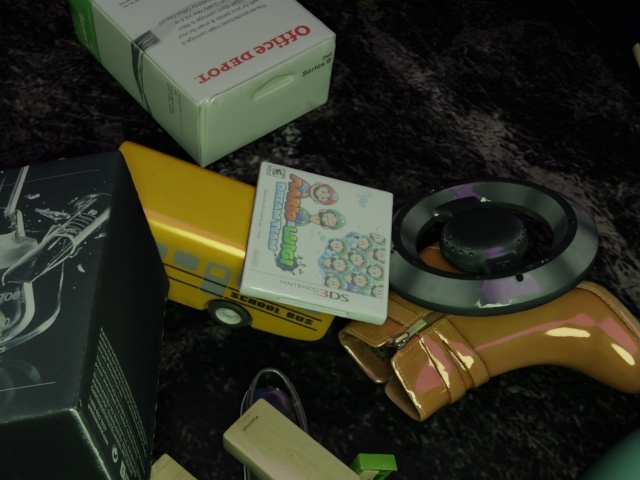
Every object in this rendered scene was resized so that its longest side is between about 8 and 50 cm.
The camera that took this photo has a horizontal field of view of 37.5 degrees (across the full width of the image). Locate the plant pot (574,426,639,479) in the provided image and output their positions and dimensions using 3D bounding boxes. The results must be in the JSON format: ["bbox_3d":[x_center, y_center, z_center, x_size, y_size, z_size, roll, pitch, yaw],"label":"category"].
[{"bbox_3d":[0.342,0.266,0.775,0.293,0.235,0.293,1,53,-2],"label":"plant pot"}]

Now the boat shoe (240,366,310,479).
[{"bbox_3d":[-0.033,0.222,0.876,0.080,0.076,0.228,-3,54,-8],"label":"boat shoe"}]

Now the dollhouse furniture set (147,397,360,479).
[{"bbox_3d":[-0.073,0.242,0.829,0.144,0.123,0.151,35,57,19],"label":"dollhouse furniture set"}]

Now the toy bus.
[{"bbox_3d":[-0.134,-0.004,0.986,0.333,0.130,0.108,20,53,-4],"label":"toy bus"}]

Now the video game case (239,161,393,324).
[{"bbox_3d":[0.000,0.000,0.932,0.143,0.019,0.157,13,53,-9],"label":"video game case"}]

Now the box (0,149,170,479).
[{"bbox_3d":[-0.320,0.106,0.789,0.343,0.179,0.312,-10,38,2],"label":"box"}]

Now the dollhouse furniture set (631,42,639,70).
[{"bbox_3d":[0.664,-0.228,1.236,0.394,0.256,0.362,11,51,-24],"label":"dollhouse furniture set"}]

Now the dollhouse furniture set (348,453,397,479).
[{"bbox_3d":[0.055,0.274,0.847,0.076,0.058,0.151,7,52,-20],"label":"dollhouse furniture set"}]

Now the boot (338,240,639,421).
[{"bbox_3d":[0.178,0.109,0.958,0.220,0.109,0.283,-35,61,-29],"label":"boot"}]

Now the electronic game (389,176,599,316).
[{"bbox_3d":[0.169,0.002,0.973,0.229,0.048,0.229,-8,34,5],"label":"electronic game"}]

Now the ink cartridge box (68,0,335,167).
[{"bbox_3d":[-0.152,-0.255,1.190,0.211,0.121,0.289,-32,62,-25],"label":"ink cartridge box"}]
